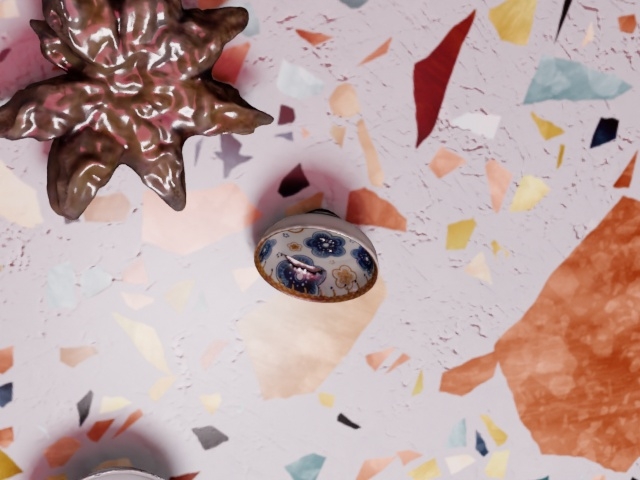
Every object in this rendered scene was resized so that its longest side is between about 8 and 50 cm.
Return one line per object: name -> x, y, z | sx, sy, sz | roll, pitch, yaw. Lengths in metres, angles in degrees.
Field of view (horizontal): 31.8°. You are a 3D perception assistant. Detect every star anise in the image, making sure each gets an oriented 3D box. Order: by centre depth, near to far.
star anise -> -0.206, -0.167, 1.126 | 0.315, 0.108, 0.315 | -7, 117, -14

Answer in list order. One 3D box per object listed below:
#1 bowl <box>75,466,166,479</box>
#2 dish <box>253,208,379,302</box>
bowl -> -0.237, 0.327, 1.304 | 0.189, 0.086, 0.189 | -5, 111, -12
dish -> 0.000, 0.000, 1.256 | 0.141, 0.078, 0.141 | 6, 142, 4
